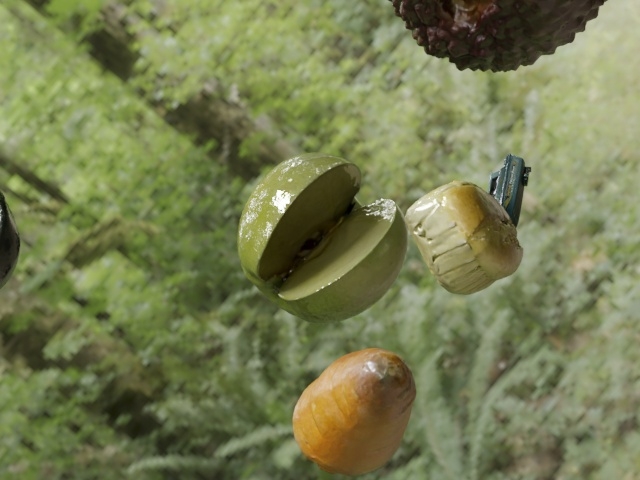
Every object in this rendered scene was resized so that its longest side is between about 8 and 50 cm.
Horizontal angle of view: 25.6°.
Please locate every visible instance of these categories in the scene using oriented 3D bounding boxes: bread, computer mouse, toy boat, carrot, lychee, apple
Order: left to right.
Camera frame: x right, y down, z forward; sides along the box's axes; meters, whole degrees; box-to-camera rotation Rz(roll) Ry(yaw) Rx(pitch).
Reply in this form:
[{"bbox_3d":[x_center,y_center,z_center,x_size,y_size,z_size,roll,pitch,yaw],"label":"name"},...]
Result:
[{"bbox_3d":[-0.370,-0.015,1.595,0.099,0.057,0.172,89,169,-53],"label":"computer mouse"},{"bbox_3d":[0.000,0.000,2.389,0.254,0.292,0.292,-46,-1,-13],"label":"apple"},{"bbox_3d":[0.061,0.221,1.921,0.159,0.159,0.225,-51,-5,-26],"label":"carrot"},{"bbox_3d":[0.193,-0.005,1.835,0.106,0.140,0.236,-31,-10,13],"label":"bread"},{"bbox_3d":[0.278,-0.059,2.119,0.055,0.060,0.141,79,-158,-59],"label":"toy boat"},{"bbox_3d":[0.137,-0.226,1.022,0.188,0.188,0.188,-51,0,0],"label":"lychee"}]
